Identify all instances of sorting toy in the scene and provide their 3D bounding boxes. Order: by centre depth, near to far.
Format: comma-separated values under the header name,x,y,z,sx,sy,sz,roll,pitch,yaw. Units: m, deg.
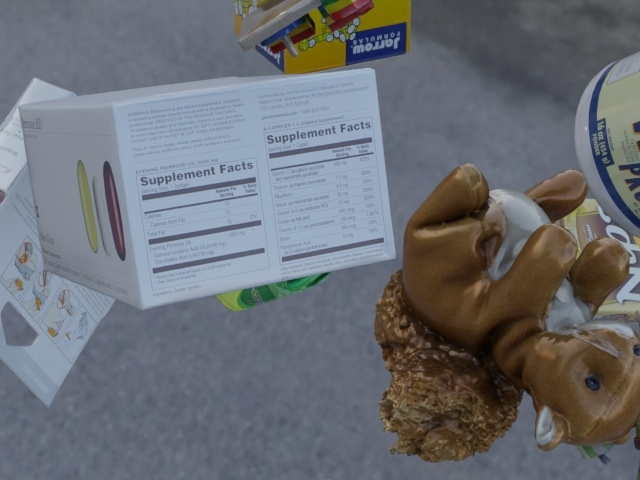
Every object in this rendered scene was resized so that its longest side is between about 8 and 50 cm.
name,x,y,z,sx,sy,sz,roll,pitch,yaw
sorting toy,-0.010,-0.220,1.310,0.046,0.132,0.274,57,9,-17

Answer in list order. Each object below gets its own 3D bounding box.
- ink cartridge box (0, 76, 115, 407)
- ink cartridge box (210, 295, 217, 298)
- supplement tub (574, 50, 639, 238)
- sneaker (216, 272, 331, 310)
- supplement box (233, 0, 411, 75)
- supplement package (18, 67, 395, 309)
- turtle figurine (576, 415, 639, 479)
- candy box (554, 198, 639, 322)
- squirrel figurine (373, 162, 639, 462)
name,x,y,z,sx,sy,sz,roll,pitch,yaw
ink cartridge box,-0.283,0.010,1.390,0.060,0.275,0.239,22,68,23
ink cartridge box,-0.277,-0.002,2.244,0.255,0.189,0.097,11,68,20
supplement tub,0.480,-0.141,1.562,0.235,0.325,0.235,11,71,-33
sneaker,0.000,0.000,1.536,0.295,0.123,0.109,-35,109,-48
supplement box,-0.002,-0.431,1.842,0.195,0.357,0.194,-14,32,-22
supplement package,-0.098,-0.049,1.062,0.204,0.145,0.262,-11,9,-25
turtle figurine,0.474,0.283,1.955,0.198,0.266,0.274,-18,9,-38
candy box,0.484,0.036,2.171,0.316,0.087,0.183,3,75,-28
squirrel figurine,0.255,0.142,1.822,0.281,0.397,0.370,6,46,-51
